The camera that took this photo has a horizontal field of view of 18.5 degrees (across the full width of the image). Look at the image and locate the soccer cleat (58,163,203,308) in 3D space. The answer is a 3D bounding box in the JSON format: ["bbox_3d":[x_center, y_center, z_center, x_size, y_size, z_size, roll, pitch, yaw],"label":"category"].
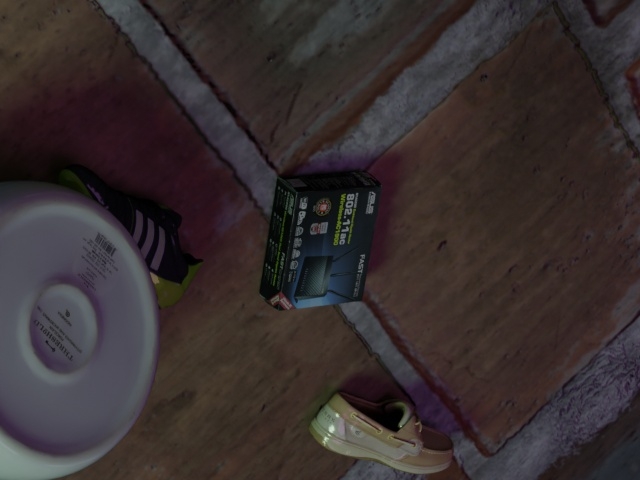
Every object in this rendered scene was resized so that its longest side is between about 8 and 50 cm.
[{"bbox_3d":[-0.161,-0.014,1.661,0.072,0.060,0.179,-51,135,-19],"label":"soccer cleat"}]

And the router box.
[{"bbox_3d":[0.000,0.000,1.780,0.092,0.038,0.122,-7,119,-31],"label":"router box"}]

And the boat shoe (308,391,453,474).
[{"bbox_3d":[0.070,0.184,1.915,0.170,0.063,0.059,14,113,-37],"label":"boat shoe"}]

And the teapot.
[{"bbox_3d":[-0.267,0.070,1.558,0.252,0.187,0.256,-12,97,-49],"label":"teapot"}]
